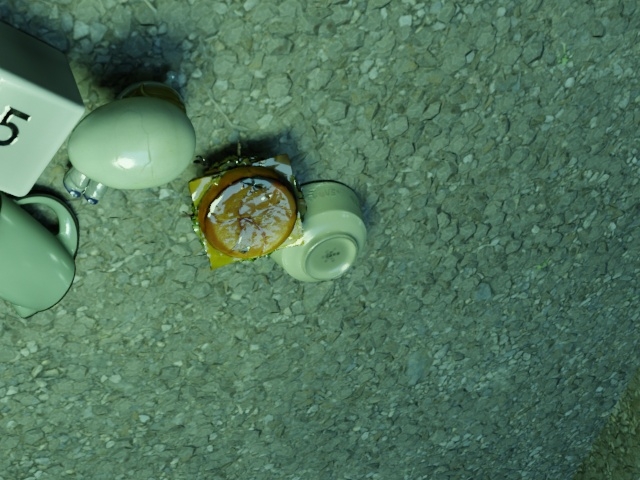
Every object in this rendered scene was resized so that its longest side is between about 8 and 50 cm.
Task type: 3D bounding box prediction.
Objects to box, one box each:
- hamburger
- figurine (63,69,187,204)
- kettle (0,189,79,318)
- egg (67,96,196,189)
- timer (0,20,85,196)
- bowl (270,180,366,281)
[{"bbox_3d":[-0.151,-0.073,1.849,0.243,0.139,0.262,-14,123,-12],"label":"hamburger"},{"bbox_3d":[-0.340,-0.174,1.681,0.193,0.133,0.274,8,135,-30],"label":"figurine"},{"bbox_3d":[-0.551,0.005,1.712,0.221,0.161,0.236,-59,139,-15],"label":"kettle"},{"bbox_3d":[-0.304,-0.156,1.514,0.209,0.151,0.151,-13,134,-24],"label":"egg"},{"bbox_3d":[-0.518,-0.219,1.484,0.194,0.192,0.195,25,114,-41],"label":"timer"},{"bbox_3d":[0.000,0.000,2.017,0.237,0.126,0.238,-14,134,-15],"label":"bowl"}]
